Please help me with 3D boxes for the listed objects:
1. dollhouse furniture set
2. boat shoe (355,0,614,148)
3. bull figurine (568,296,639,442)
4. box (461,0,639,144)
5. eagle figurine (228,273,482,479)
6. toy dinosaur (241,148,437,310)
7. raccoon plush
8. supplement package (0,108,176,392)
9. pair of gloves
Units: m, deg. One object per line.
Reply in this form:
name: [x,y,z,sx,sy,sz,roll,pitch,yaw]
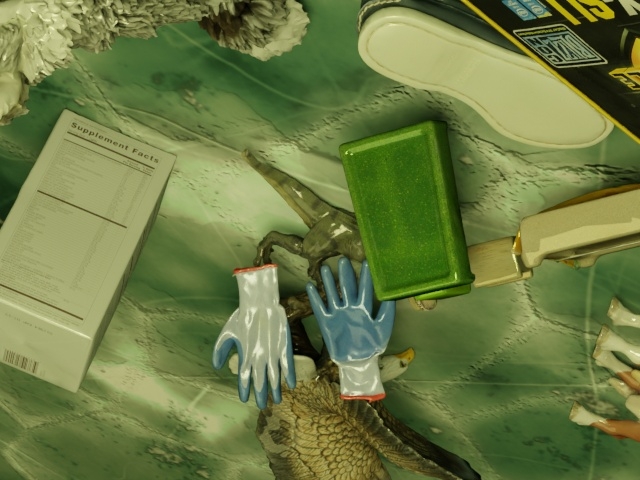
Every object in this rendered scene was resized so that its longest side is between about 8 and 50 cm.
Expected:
dollhouse furniture set: [0.203,-0.048,1.651,0.301,0.151,0.197,-14,173,24]
boat shoe: [0.144,-0.154,1.544,0.254,0.079,0.095,18,135,-18]
bull figurine: [0.374,0.135,1.831,0.188,0.101,0.310,20,146,9]
box: [0.284,-0.163,1.361,0.257,0.079,0.322,37,166,-21]
eagle figurine: [0.037,0.192,2.002,0.225,0.298,0.226,-21,-178,-3]
toy dinosaur: [0.000,0.000,1.884,0.268,0.064,0.118,33,132,-18]
raccoon plush: [-0.166,-0.164,1.408,0.216,0.299,0.446,19,166,43]
supplement package: [-0.264,0.010,1.876,0.139,0.244,0.134,24,147,-2]
pair of gloves: [-0.018,0.098,1.866,0.198,0.159,0.023,-4,-171,3]
